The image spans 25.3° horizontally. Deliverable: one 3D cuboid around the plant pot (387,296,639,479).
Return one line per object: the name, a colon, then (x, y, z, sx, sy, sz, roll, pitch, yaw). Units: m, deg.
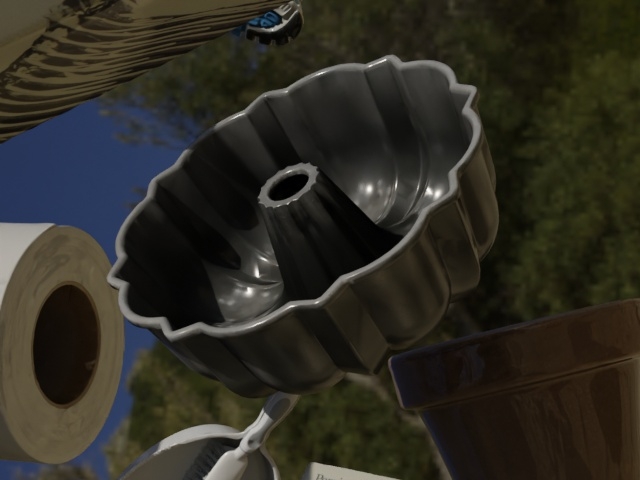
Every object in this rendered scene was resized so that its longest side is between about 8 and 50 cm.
plant pot: (0.218, 0.193, 1.402, 0.263, 0.263, 0.229, 9, -114, -72)

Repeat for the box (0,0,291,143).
box: (-0.099, -0.129, 0.630, 0.094, 0.275, 0.113, 58, 160, 9)

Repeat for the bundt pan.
bundt pan: (0.000, 0.000, 1.152, 0.124, 0.331, 0.331, 60, -145, -32)

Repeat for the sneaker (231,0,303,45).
sneaker: (-0.106, -0.256, 1.440, 0.083, 0.191, 0.071, -78, 8, -53)

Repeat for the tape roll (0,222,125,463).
tape roll: (-0.333, 0.104, 1.468, 0.246, 0.169, 0.246, 2, -90, -68)

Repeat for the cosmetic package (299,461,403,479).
cosmetic package: (0.011, 0.300, 0.860, 0.309, 0.160, 0.113, -62, -34, -36)

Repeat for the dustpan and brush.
dustpan and brush: (-0.076, 0.188, 1.219, 0.211, 0.147, 0.060, -57, 19, 9)
